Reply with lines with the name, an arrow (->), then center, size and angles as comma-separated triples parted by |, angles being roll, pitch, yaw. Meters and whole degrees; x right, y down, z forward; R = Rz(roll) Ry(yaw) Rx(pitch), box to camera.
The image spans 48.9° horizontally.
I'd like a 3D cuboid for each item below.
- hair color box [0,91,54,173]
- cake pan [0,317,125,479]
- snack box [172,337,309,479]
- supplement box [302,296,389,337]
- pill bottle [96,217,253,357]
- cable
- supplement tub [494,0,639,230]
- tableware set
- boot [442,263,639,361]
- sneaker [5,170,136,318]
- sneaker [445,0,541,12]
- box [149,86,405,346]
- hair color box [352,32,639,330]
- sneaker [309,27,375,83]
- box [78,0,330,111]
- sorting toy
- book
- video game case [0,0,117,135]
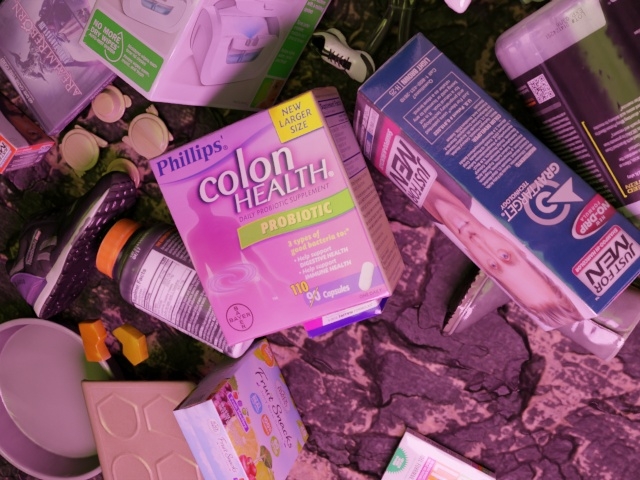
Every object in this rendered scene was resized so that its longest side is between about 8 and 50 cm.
hair color box -> -0.495, -0.179, 1.048 | 0.167, 0.093, 0.053 | 43, 110, 0
cake pan -> -0.444, 0.259, 1.168 | 0.293, 0.054, 0.293 | 4, 105, 14
snack box -> -0.104, 0.260, 0.997 | 0.070, 0.207, 0.175 | -20, 99, 19
supplement box -> 0.000, 0.000, 0.954 | 0.111, 0.114, 0.220 | -21, 99, 19
pill bottle -> -0.195, 0.058, 1.011 | 0.245, 0.130, 0.130 | 27, 109, 7
cable -> 0.109, -0.320, 0.881 | 0.139, 0.072, 0.287 | 6, 116, 16
supplement tub -> 0.351, -0.137, 0.783 | 0.193, 0.193, 0.316 | -30, 95, 20
tableware set -> -0.305, -0.147, 1.045 | 0.141, 0.020, 0.169 | 40, 111, 2
boot -> 0.291, 0.095, 0.929 | 0.208, 0.076, 0.190 | 32, 109, -2
sneaker -> -0.392, -0.014, 1.056 | 0.124, 0.107, 0.283 | 43, 114, 7
sneaker -> 0.258, -0.334, 0.766 | 0.297, 0.111, 0.129 | -10, 117, 7
box -> -0.045, -0.029, 0.837 | 0.213, 0.117, 0.243 | -19, 97, 18
hair color box -> 0.193, -0.058, 0.818 | 0.105, 0.174, 0.347 | -44, 80, -8
sneaker -> 0.026, -0.233, 0.901 | 0.109, 0.043, 0.040 | 46, 133, 30
box -> -0.112, -0.285, 0.823 | 0.126, 0.262, 0.231 | 39, 110, 16
sorting toy -> -0.263, 0.263, 1.066 | 0.229, 0.041, 0.307 | -3, 103, 25
book -> 0.173, 0.352, 1.044 | 0.144, 0.035, 0.096 | 26, 105, 9
video game case -> -0.352, -0.310, 1.003 | 0.274, 0.026, 0.196 | -36, 87, 19
